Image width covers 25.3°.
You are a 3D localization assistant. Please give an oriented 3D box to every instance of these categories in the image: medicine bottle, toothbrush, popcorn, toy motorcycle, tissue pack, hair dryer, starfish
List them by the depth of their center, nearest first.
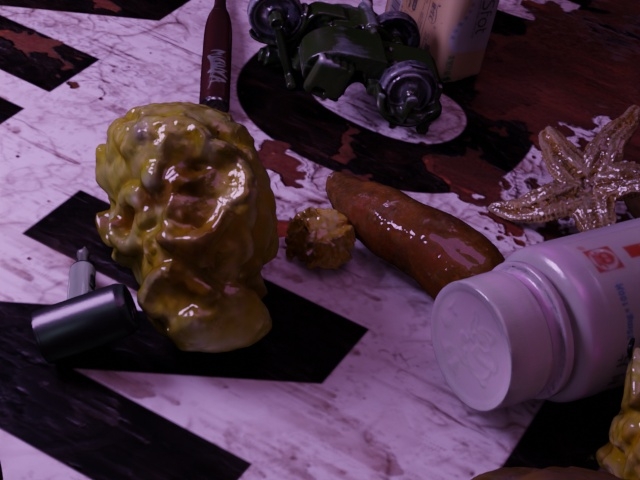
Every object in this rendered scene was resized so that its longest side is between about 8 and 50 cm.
[{"bbox_3d":[0.365,0.168,1.376,0.169,0.189,0.218,23,37,23],"label":"popcorn"},{"bbox_3d":[-0.244,0.050,1.486,0.100,0.057,0.197,-19,28,1],"label":"hair dryer"},{"bbox_3d":[0.273,0.077,1.489,0.293,0.170,0.170,-12,43,-28],"label":"medicine bottle"},{"bbox_3d":[-0.138,-0.037,1.494,0.174,0.225,0.286,-10,41,-19],"label":"popcorn"},{"bbox_3d":[0.000,0.000,1.614,0.082,0.057,0.083,20,43,8],"label":"popcorn"},{"bbox_3d":[0.321,-0.064,1.719,0.236,0.062,0.277,3,61,29],"label":"starfish"},{"bbox_3d":[0.036,-0.233,1.877,0.275,0.127,0.205,8,38,-14],"label":"toy motorcycle"},{"bbox_3d":[-0.141,-0.276,1.948,0.041,0.041,0.364,5,38,-7],"label":"toothbrush"},{"bbox_3d":[0.174,-0.358,1.978,0.090,0.222,0.186,-12,42,-30],"label":"tissue pack"}]

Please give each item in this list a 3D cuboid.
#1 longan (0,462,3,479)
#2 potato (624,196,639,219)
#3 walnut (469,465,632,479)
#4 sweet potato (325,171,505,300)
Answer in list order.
[{"bbox_3d":[-0.370,0.200,1.131,0.300,0.243,0.300,40,17,-15],"label":"longan"},{"bbox_3d":[0.496,-0.043,1.731,0.235,0.128,0.161,27,39,29],"label":"potato"},{"bbox_3d":[0.169,0.320,1.052,0.333,0.333,0.333,7,38,-5],"label":"walnut"},{"bbox_3d":[0.103,-0.008,1.617,0.097,0.097,0.292,-26,51,-38],"label":"sweet potato"}]
